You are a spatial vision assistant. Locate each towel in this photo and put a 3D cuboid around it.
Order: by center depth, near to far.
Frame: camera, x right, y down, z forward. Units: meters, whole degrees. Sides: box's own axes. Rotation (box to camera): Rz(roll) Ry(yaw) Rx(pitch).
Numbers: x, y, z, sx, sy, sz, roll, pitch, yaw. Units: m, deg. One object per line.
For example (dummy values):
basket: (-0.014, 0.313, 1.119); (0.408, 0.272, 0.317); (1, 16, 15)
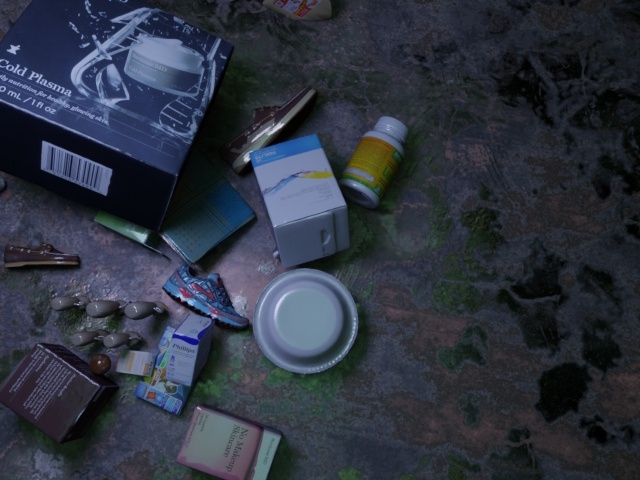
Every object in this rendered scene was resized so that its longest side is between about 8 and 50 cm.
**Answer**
towel: (-0.388, -0.132, 1.687); (0.370, 0.040, 0.271); (47, 54, 5)

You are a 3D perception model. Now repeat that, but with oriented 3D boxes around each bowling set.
bowling set: (-0.568, 0.245, 1.607); (0.286, 0.154, 0.200); (6, 89, 13)

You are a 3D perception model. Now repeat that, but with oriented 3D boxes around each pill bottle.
pill bottle: (0.159, -0.228, 1.742); (0.136, 0.136, 0.246); (28, 78, 4)

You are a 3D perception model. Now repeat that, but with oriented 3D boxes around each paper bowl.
paper bowl: (-0.041, 0.216, 1.629); (0.284, 0.148, 0.285); (1, 78, -3)

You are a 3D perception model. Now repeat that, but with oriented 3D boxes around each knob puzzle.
knob puzzle: (-0.049, -0.724, 1.827); (0.213, 0.213, 0.030); (7, 77, -1)

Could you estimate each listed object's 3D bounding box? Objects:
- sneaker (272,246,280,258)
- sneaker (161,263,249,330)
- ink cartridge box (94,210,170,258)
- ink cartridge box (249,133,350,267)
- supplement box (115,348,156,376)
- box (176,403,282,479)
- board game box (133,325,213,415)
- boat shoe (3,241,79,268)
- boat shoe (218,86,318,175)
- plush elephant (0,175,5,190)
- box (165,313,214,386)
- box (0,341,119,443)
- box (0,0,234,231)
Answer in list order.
sneaker: (-0.095, -0.017, 1.729); (0.064, 0.061, 0.158); (33, 67, 14)
sneaker: (-0.298, 0.150, 1.653); (0.261, 0.104, 0.125); (30, 76, 4)
ink cartridge box: (-0.507, -0.026, 1.679); (0.209, 0.109, 0.062); (25, 78, 3)
ink cartridge box: (-0.054, -0.106, 1.628); (0.197, 0.198, 0.270); (-17, 55, -7)
supplement box: (-0.494, 0.328, 1.614); (0.098, 0.036, 0.062); (2, 70, 26)
box: (-0.230, 0.531, 1.557); (0.232, 0.127, 0.149); (19, 77, 2)
board game box: (-0.396, 0.351, 1.636); (0.136, 0.035, 0.201); (24, 77, 3)
boat shoe: (-0.771, 0.040, 1.669); (0.206, 0.073, 0.073); (0, 79, -3)
boat shoe: (-0.154, -0.344, 1.766); (0.123, 0.123, 0.342); (45, 85, 6)
plush elephant: (-1.062, -0.287, 1.646); (0.271, 0.330, 0.256); (-12, 60, 2)
box: (-0.333, 0.278, 1.547); (0.072, 0.126, 0.137); (16, 108, 3)
box: (-0.667, 0.386, 1.548); (0.203, 0.167, 0.169); (34, 77, 5)
box: (-0.535, -0.356, 1.538); (0.479, 0.297, 0.472); (22, 55, -14)
